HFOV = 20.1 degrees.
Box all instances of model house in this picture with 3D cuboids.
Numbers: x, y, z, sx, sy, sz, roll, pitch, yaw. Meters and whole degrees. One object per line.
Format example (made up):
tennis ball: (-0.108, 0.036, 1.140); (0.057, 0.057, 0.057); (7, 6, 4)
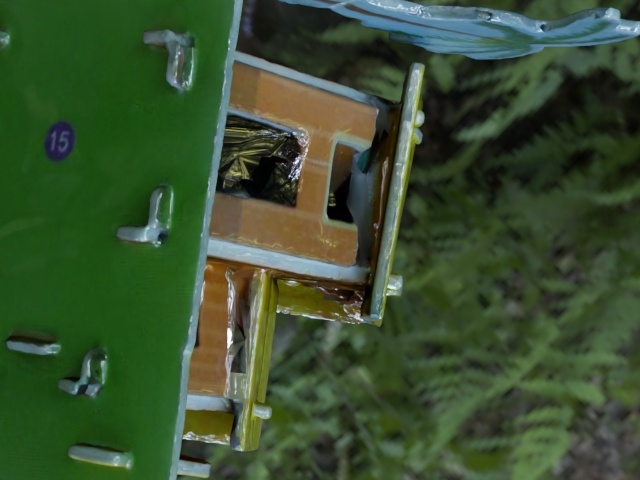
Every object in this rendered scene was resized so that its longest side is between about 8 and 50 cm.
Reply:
model house: (0.000, 0.000, 0.996); (0.324, 0.340, 0.300); (12, 85, -55)
